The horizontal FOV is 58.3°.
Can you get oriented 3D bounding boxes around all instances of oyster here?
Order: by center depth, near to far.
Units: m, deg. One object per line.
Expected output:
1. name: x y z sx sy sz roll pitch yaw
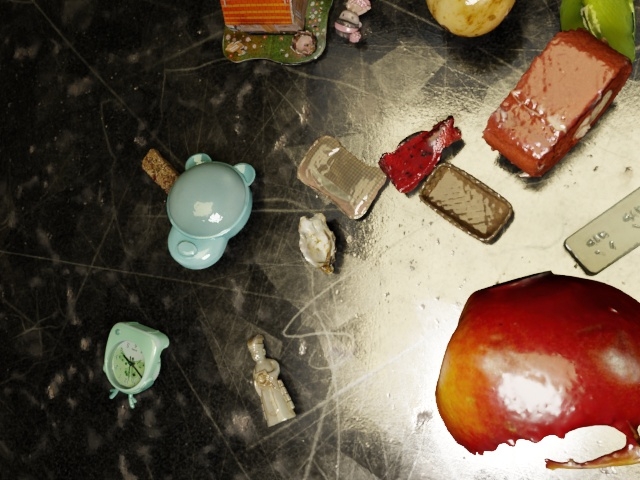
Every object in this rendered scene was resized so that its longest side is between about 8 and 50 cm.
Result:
1. oyster: 0.000 0.009 1.345 0.103 0.051 0.148 -14 79 38

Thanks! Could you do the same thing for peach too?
1. peach: 0.395 0.212 1.015 0.406 0.335 0.310 -12 82 27

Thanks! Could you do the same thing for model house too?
1. model house: -0.138 -0.556 1.397 0.294 0.154 0.207 8 87 22

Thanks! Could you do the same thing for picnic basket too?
1. picnic basket: 0.310 -0.081 1.225 0.193 0.055 0.110 39 101 20

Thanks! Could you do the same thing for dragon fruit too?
1. dragon fruit: 0.209 -0.212 1.254 0.192 0.122 0.092 -40 36 14

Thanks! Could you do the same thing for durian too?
1. durian: 0.550 -0.448 1.141 0.139 0.101 0.250 -9 80 -14

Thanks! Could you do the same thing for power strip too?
1. power strip: 0.614 -0.047 1.101 0.288 0.053 0.093 -39 72 15

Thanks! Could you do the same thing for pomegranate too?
1. pomegranate: 0.320 -0.535 1.173 0.215 0.215 0.215 -2 85 22

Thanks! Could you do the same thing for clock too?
1. clock: -0.496 0.327 1.510 0.159 0.066 0.211 18 92 23

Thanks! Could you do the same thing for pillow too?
1. pillow: 0.044 -0.152 1.352 0.211 0.034 0.135 37 101 22

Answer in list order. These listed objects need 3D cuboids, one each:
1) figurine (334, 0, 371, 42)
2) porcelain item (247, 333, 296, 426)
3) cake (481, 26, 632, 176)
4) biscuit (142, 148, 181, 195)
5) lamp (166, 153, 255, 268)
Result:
1. figurine: 0.084 -0.536 1.363 0.072 0.054 0.129 25 88 7
2. porcelain item: -0.127 0.329 1.367 0.084 0.054 0.213 -25 76 16
3. cake: 0.451 -0.258 1.105 0.151 0.177 0.283 41 114 17
4. biscuit: -0.403 -0.165 1.533 0.199 0.034 0.064 43 102 20
5. lamp: -0.282 -0.070 1.414 0.209 0.147 0.284 15 93 16
